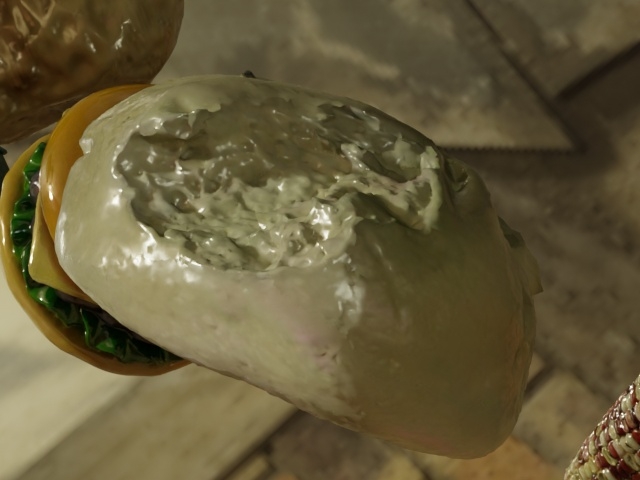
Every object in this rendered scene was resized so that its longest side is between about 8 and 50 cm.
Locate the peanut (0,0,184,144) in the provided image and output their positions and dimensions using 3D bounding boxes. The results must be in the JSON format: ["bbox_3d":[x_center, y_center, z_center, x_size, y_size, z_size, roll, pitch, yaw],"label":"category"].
[{"bbox_3d":[-0.201,-0.138,1.212,0.196,0.233,0.110,-110,-5,-48],"label":"peanut"}]

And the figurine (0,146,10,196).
[{"bbox_3d":[-0.285,-0.044,1.397,0.140,0.075,0.068,5,133,36],"label":"figurine"}]

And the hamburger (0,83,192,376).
[{"bbox_3d":[-0.097,-0.006,1.056,0.162,0.162,0.115,50,140,-2],"label":"hamburger"}]

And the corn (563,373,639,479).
[{"bbox_3d":[0.318,0.178,1.793,0.098,0.098,0.290,43,130,13],"label":"corn"}]

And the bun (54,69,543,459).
[{"bbox_3d":[0.000,0.000,0.771,0.210,0.116,0.237,23,-177,-7],"label":"bun"}]
